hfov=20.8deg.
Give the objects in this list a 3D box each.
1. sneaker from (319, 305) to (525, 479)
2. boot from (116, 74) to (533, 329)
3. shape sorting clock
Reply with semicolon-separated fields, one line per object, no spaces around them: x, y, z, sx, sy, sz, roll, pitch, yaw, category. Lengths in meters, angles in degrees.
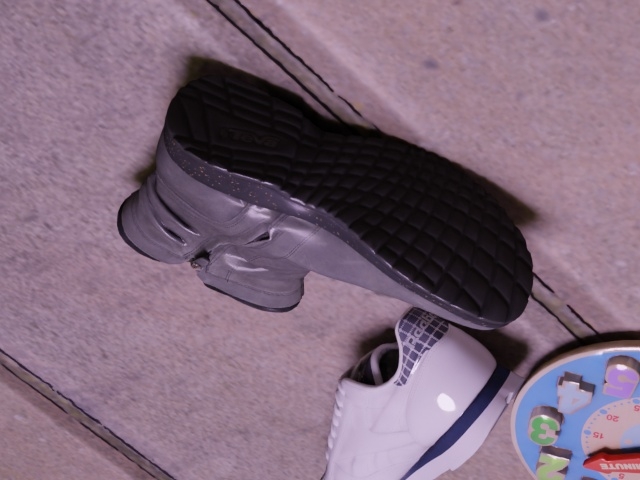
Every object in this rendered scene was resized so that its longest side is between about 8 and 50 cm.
0.047;0.125;1.197;0.095;0.090;0.235;38;137;-2;sneaker
0.000;0.000;1.069;0.246;0.083;0.161;28;150;0;boot
0.227;0.139;1.153;0.206;0.040;0.206;12;142;10;shape sorting clock
